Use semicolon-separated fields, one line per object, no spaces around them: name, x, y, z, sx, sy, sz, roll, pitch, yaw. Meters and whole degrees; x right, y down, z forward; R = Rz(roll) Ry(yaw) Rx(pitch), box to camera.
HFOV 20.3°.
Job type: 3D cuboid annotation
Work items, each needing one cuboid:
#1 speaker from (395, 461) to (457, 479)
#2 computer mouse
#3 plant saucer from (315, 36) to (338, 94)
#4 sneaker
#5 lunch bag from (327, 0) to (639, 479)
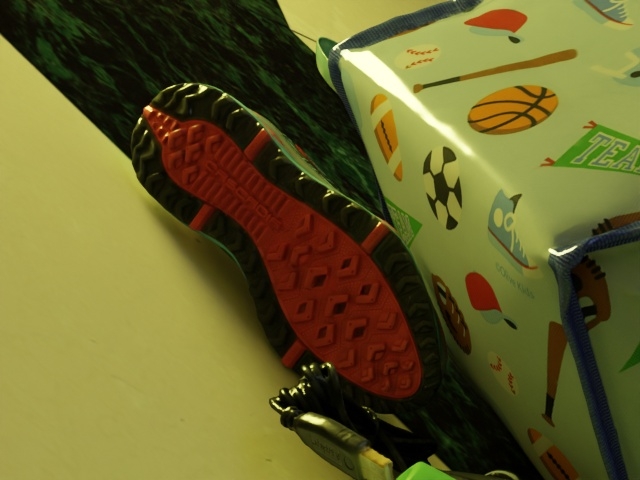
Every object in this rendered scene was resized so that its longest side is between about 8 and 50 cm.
speaker;0.115;0.235;0.768;0.296;0.131;0.131;43;17;4
computer mouse;0.093;0.138;0.932;0.262;0.060;0.184;36;1;39
plant saucer;0.037;-0.146;1.700;0.119;0.021;0.119;37;18;-14
sneaker;0.000;0.000;1.129;0.262;0.104;0.125;50;15;21
lunch bag;0.201;0.054;1.103;0.328;0.239;0.385;-127;-164;-58
